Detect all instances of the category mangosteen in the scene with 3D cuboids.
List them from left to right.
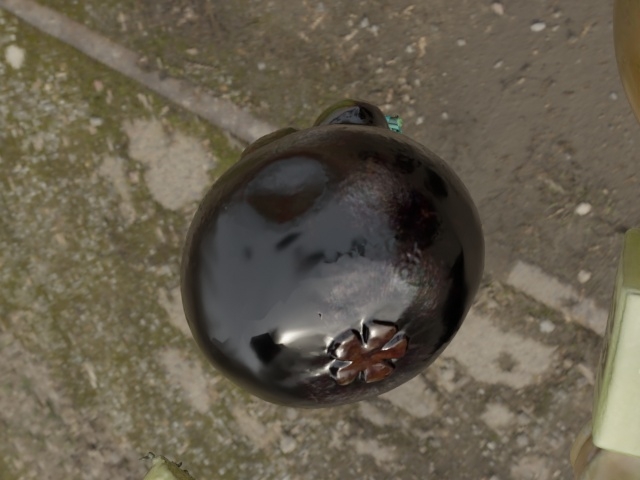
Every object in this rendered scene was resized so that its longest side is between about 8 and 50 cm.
[{"bbox_3d":[0.000,0.000,0.897,0.275,0.275,0.302,-63,34,34],"label":"mangosteen"}]

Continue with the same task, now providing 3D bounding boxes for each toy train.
[{"bbox_3d":[0.077,-0.165,1.416,0.092,0.029,0.045,12,78,26],"label":"toy train"}]

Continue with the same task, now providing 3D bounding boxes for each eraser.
[{"bbox_3d":[0.279,0.090,0.865,0.058,0.117,0.172,9,121,12],"label":"eraser"}]

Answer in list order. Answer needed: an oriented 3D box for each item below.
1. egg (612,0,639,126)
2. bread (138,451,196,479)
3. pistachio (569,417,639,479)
[{"bbox_3d":[0.363,-0.172,0.647,0.301,0.374,0.301,31,146,23],"label":"egg"},{"bbox_3d":[-0.085,0.249,0.719,0.127,0.152,0.147,-58,36,1],"label":"bread"},{"bbox_3d":[0.487,0.258,1.091,0.445,0.281,0.365,-29,113,27],"label":"pistachio"}]
